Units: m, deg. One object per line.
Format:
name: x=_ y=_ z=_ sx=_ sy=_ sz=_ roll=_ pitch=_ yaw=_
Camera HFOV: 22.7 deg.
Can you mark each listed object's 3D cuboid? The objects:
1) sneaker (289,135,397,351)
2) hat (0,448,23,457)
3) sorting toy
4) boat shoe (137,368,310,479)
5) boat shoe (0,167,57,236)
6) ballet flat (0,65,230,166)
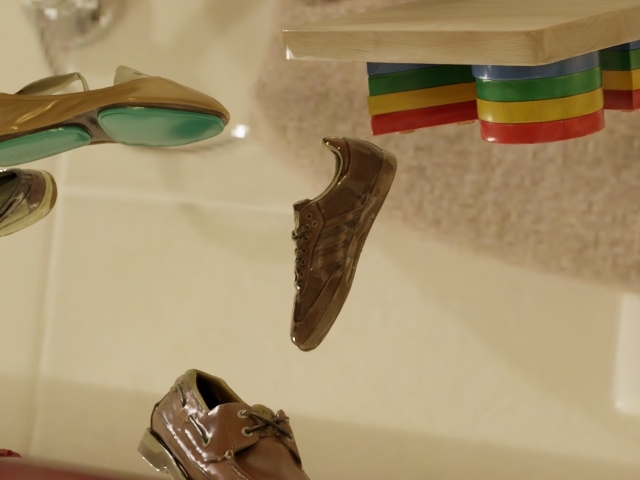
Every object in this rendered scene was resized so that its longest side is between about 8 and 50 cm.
sneaker: x=0.000 y=0.000 z=1.375 sx=0.066 sy=0.071 sz=0.188 roll=172 pitch=120 yaw=-79
hat: x=-0.492 y=0.266 z=1.768 sx=0.208 sy=0.183 sz=0.173 roll=-55 pitch=-22 yaw=10
sorting toy: x=0.150 y=-0.135 z=1.199 sx=0.255 sy=0.257 sz=0.089 roll=-18 pitch=-72 yaw=-39
boat shoe: x=-0.078 y=0.200 z=1.504 sx=0.110 sy=0.307 sz=0.104 roll=23 pitch=-90 yaw=-37
boat shoe: x=-0.401 y=-0.024 z=1.778 sx=0.073 sy=0.223 sz=0.080 roll=36 pitch=-148 yaw=-57
ballet flat: x=-0.193 y=-0.118 z=1.388 sx=0.080 sy=0.232 sz=0.073 roll=64 pitch=-159 yaw=-65
